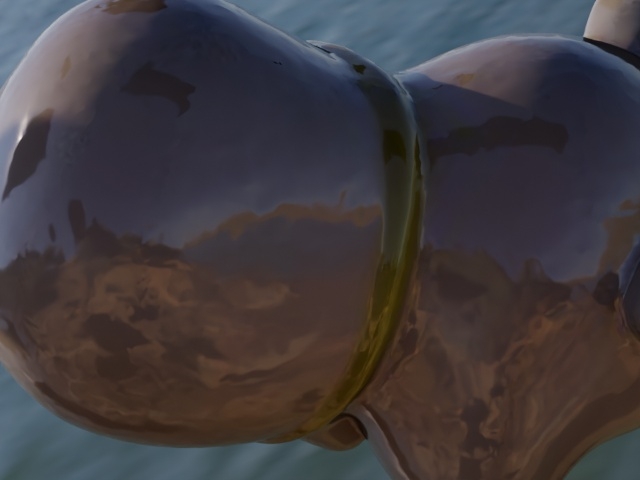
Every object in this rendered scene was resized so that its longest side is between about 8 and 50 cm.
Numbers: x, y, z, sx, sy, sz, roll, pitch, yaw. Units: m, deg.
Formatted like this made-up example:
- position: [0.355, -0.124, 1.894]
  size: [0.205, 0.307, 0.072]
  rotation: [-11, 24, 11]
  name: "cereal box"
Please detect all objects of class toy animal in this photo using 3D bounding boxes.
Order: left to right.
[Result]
- position: [0.000, -0.003, 0.561]
  size: [0.248, 0.149, 0.165]
  rotation: [0, 52, -6]
  name: "toy animal"
